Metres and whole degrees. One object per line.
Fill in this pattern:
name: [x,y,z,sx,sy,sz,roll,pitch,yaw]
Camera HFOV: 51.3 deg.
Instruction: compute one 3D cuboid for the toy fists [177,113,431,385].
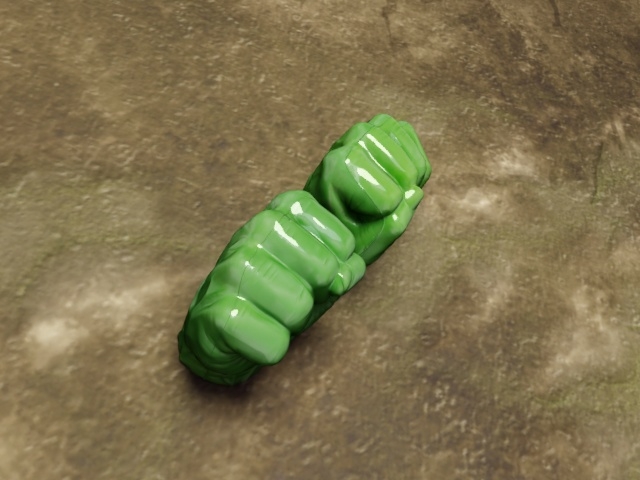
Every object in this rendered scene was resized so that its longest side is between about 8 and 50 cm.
toy fists: [0.000,0.000,0.537,0.096,0.142,0.279,39,52,8]
